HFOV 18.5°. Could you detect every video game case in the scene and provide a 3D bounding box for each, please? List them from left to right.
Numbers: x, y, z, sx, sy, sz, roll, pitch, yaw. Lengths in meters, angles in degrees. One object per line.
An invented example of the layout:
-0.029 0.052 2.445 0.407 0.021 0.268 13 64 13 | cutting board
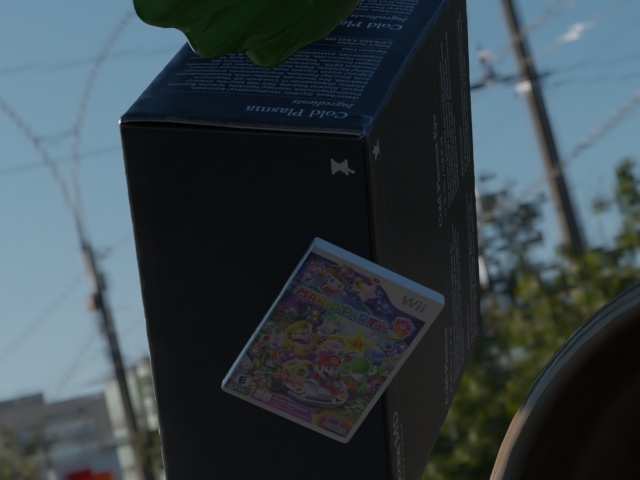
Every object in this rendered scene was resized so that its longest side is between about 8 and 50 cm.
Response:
0.007 0.061 1.165 0.087 0.011 0.122 25 -59 -13 | video game case

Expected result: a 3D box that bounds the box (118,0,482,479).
0.000 0.000 1.479 0.179 0.343 0.312 3 28 15 | box

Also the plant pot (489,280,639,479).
0.235 0.139 0.826 0.263 0.263 0.229 -20 -18 34 | plant pot

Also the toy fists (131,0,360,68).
-0.084 -0.214 1.025 0.142 0.279 0.096 -37 21 18 | toy fists
